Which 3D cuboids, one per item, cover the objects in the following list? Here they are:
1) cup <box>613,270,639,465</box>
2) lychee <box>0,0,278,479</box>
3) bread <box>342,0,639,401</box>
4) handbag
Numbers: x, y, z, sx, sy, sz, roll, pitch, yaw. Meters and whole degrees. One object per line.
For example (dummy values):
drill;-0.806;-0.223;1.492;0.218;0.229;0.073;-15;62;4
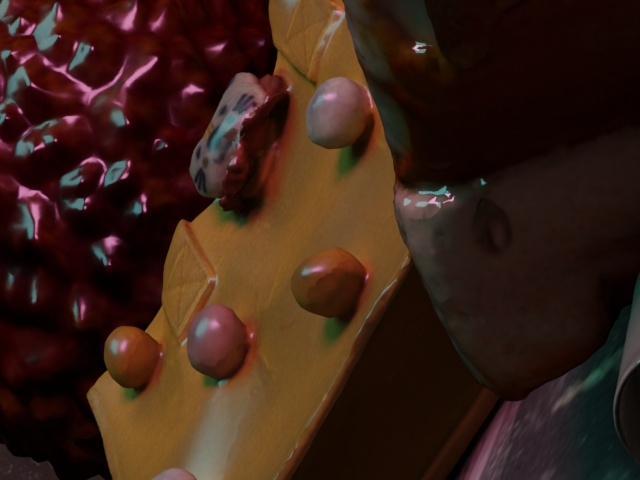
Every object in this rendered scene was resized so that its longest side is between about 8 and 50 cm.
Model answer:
cup;0.126;0.027;0.604;0.075;0.054;0.083;-60;3;28
lychee;-0.150;-0.052;1.536;0.424;0.424;0.500;129;138;-62
bread;0.061;-0.133;0.717;0.295;0.114;0.328;-93;-13;-52
handbag;0.000;0.000;1.047;0.401;0.133;0.283;-61;26;18
